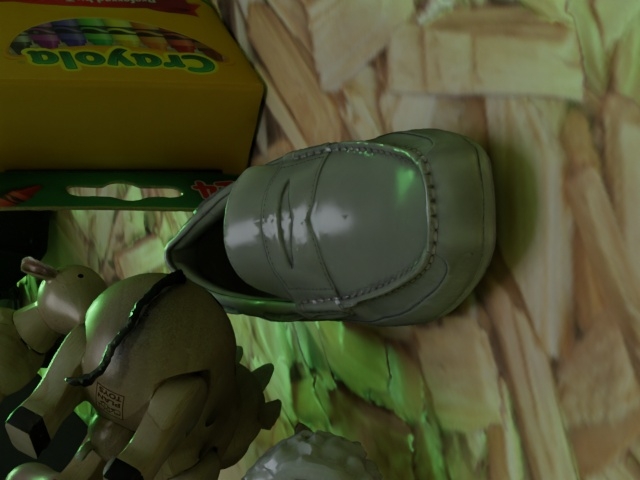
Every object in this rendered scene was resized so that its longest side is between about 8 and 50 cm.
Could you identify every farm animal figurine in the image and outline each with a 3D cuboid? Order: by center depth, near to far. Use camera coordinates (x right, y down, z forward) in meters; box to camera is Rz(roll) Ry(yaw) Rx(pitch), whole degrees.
[{"bbox_3d":[-0.115,0.107,1.209,0.172,0.330,0.327,-57,-3,-24],"label":"farm animal figurine"}]

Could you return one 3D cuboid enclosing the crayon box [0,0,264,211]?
[{"bbox_3d":[-0.171,-0.133,1.400,0.318,0.202,0.081,-123,39,-49],"label":"crayon box"}]

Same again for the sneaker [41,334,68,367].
[{"bbox_3d":[-0.231,0.064,1.706,0.188,0.066,0.071,146,122,-62],"label":"sneaker"}]

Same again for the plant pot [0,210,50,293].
[{"bbox_3d":[-0.358,-0.047,1.857,0.167,0.187,0.188,-9,74,48],"label":"plant pot"}]

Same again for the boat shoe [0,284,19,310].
[{"bbox_3d":[-0.341,0.091,1.992,0.125,0.046,0.038,-63,30,32],"label":"boat shoe"}]

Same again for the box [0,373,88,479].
[{"bbox_3d":[-0.390,0.189,1.742,0.343,0.179,0.312,46,146,5],"label":"box"}]

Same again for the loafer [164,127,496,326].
[{"bbox_3d":[0.000,0.000,1.112,0.319,0.111,0.112,158,110,-65],"label":"loafer"}]
